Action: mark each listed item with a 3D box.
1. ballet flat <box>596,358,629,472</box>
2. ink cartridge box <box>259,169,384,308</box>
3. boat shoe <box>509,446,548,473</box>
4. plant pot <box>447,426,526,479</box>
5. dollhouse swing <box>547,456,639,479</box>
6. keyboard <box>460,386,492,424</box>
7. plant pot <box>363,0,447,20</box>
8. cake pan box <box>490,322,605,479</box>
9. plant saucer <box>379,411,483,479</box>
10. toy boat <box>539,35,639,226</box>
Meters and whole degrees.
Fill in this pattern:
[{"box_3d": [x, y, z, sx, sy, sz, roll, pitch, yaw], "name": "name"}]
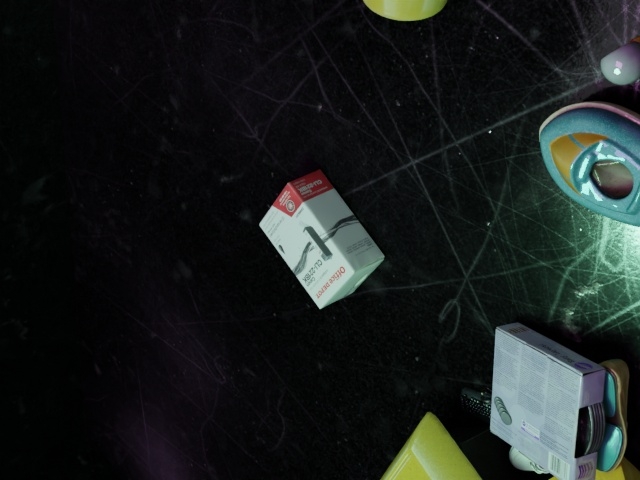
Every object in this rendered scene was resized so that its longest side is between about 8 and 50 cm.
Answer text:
[{"box_3d": [0.562, 0.334, 1.590, 0.080, 0.073, 0.232, 18, 119, 45], "name": "ballet flat"}, {"box_3d": [0.000, 0.000, 2.015, 0.273, 0.114, 0.197, 53, 140, 12], "name": "ink cartridge box"}, {"box_3d": [0.469, 0.451, 1.753, 0.083, 0.076, 0.226, 46, 140, 2], "name": "boat shoe"}, {"box_3d": [0.331, 0.523, 1.892, 0.187, 0.188, 0.167, -18, 88, 52], "name": "plant pot"}, {"box_3d": [0.592, 0.668, 1.663, 0.305, 0.315, 0.347, 30, 125, -20], "name": "dollhouse swing"}, {"box_3d": [0.385, 0.384, 1.855, 0.192, 0.038, 0.100, 17, 123, 42], "name": "keyboard"}, {"box_3d": [0.156, -0.531, 1.452, 0.254, 0.254, 0.239, 40, 152, 27], "name": "plant pot"}, {"box_3d": [0.444, 0.320, 1.645, 0.267, 0.070, 0.245, 28, 125, 59], "name": "cake pan box"}, {"box_3d": [0.235, 0.608, 1.823, 0.333, 0.081, 0.332, 53, 133, 35], "name": "plant saucer"}, {"box_3d": [0.474, -0.179, 1.342, 0.267, 0.148, 0.318, 32, 133, 34], "name": "toy boat"}]
